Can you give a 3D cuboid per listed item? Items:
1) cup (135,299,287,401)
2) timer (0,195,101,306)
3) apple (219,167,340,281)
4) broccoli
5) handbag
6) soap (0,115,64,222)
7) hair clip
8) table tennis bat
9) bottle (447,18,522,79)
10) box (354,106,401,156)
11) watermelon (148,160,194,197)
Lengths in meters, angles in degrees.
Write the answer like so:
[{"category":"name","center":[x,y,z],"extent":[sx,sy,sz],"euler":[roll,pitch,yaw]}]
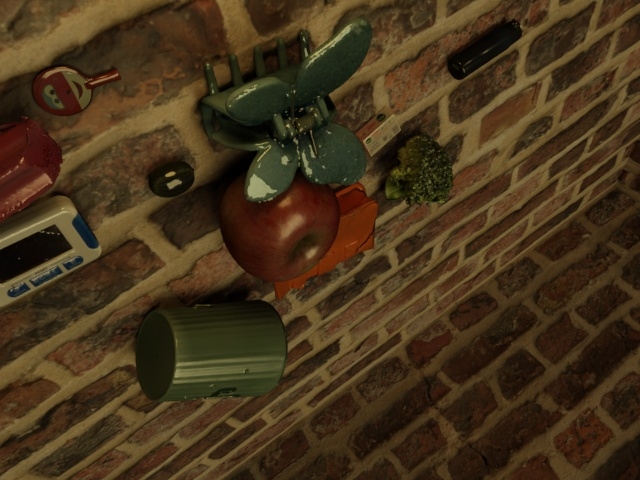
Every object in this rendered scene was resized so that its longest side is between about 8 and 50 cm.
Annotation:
[{"category":"cup","center":[-0.351,0.374,1.527],"extent":[0.392,0.310,0.401],"euler":[7,123,-43]},{"category":"timer","center":[-0.617,0.019,1.027],"extent":[0.253,0.078,0.178],"euler":[-29,144,-19]},{"category":"apple","center":[-0.112,-0.058,1.271],"extent":[0.345,0.269,0.344],"euler":[-31,149,-21]},{"category":"broccoli","center":[0.313,-0.227,1.621],"extent":[0.246,0.247,0.288],"euler":[-14,170,28]},{"category":"handbag","center":[0.000,0.000,1.610],"extent":[0.410,0.116,0.303],"euler":[-27,148,-19]},{"category":"soap","center":[-0.573,-0.110,0.834],"extent":[0.250,0.162,0.099],"euler":[-36,148,-6]},{"category":"hair clip","center":[-0.085,-0.287,1.050],"extent":[0.318,0.238,0.392],"euler":[-28,143,-18]},{"category":"table tennis bat","center":[-0.446,-0.283,0.897],"extent":[0.155,0.019,0.098],"euler":[-26,145,-17]},{"category":"bottle","center":[0.496,-0.572,1.462],"extent":[0.244,0.072,0.082],"euler":[-35,159,-8]},{"category":"box","center":[0.173,-0.323,1.455],"extent":[0.125,0.043,0.089],"euler":[-41,148,1]},{"category":"watermelon","center":[-0.339,-0.141,1.120],"extent":[0.111,0.078,0.078],"euler":[-28,146,-20]}]
